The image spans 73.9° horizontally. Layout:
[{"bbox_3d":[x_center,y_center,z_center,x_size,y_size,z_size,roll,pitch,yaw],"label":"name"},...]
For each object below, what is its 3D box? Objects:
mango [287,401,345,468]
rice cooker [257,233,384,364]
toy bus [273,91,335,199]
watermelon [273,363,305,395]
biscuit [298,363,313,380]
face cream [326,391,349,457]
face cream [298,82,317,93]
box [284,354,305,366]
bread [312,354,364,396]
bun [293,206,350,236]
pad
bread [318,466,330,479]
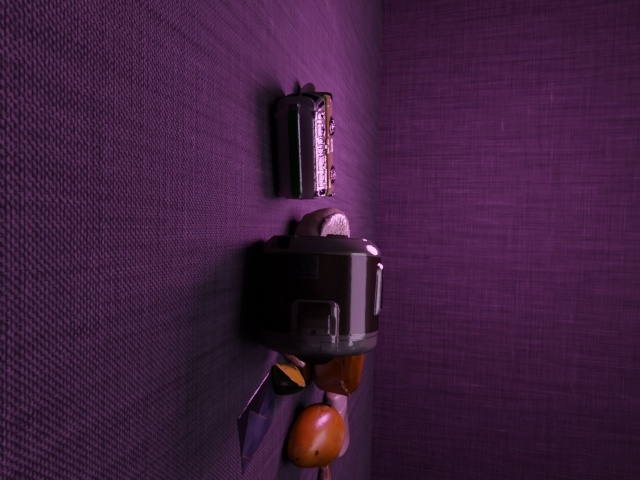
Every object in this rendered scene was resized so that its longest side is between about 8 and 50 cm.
[{"bbox_3d":[-0.016,0.652,1.431,0.290,0.160,0.190,9,89,-65],"label":"mango"},{"bbox_3d":[0.001,0.151,1.099,0.335,0.336,0.324,14,78,-75],"label":"rice cooker"},{"bbox_3d":[-0.047,-0.269,1.221,0.179,0.143,0.304,-39,131,-67],"label":"toy bus"},{"bbox_3d":[-0.083,0.418,1.278,0.181,0.075,0.091,56,34,-65],"label":"watermelon"},{"bbox_3d":[-0.041,0.378,1.509,0.179,0.039,0.236,81,18,-47],"label":"biscuit"},{"bbox_3d":[0.079,0.782,1.908,0.173,0.082,0.348,-57,146,-63],"label":"face cream"},{"bbox_3d":[-0.014,-0.389,1.468,0.285,0.068,0.139,63,34,-61],"label":"face cream"},{"bbox_3d":[-0.065,0.314,1.347,0.129,0.051,0.130,70,37,-52],"label":"box"},{"bbox_3d":[0.078,0.375,1.536,0.236,0.183,0.387,-55,147,-68],"label":"bread"},{"bbox_3d":[0.000,0.000,1.411,0.239,0.142,0.238,-33,133,-44],"label":"bun"},{"bbox_3d":[-0.162,0.469,1.141,0.243,0.004,0.163,-46,136,-68],"label":"pad"},{"bbox_3d":[0.012,1.031,1.749,0.073,0.053,0.214,56,36,-72],"label":"bread"}]
